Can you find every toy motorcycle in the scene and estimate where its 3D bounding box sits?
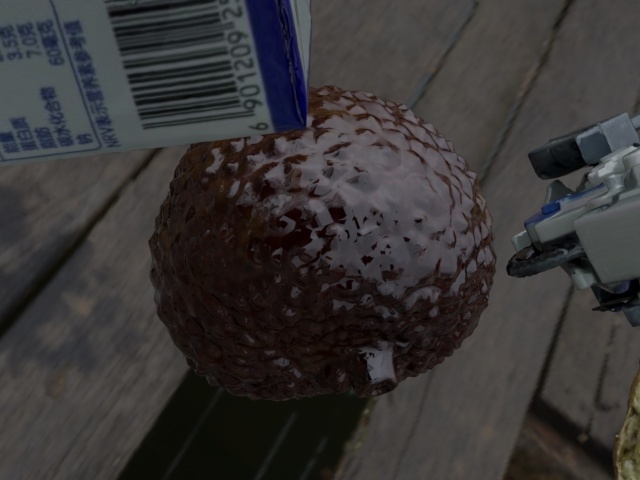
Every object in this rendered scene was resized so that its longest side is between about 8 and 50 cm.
[{"bbox_3d":[0.172,-0.028,0.542,0.150,0.221,0.102,-30,95,-26],"label":"toy motorcycle"}]

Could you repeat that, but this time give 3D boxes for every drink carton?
[{"bbox_3d":[-0.163,-0.095,0.496,0.315,0.106,0.130,-7,39,6],"label":"drink carton"}]

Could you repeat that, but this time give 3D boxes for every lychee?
[{"bbox_3d":[0.000,0.000,0.966,0.261,0.260,0.260,22,41,-21],"label":"lychee"}]

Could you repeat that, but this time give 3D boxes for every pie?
[{"bbox_3d":[0.459,0.244,1.709,0.083,0.339,0.339,10,27,29],"label":"pie"}]
